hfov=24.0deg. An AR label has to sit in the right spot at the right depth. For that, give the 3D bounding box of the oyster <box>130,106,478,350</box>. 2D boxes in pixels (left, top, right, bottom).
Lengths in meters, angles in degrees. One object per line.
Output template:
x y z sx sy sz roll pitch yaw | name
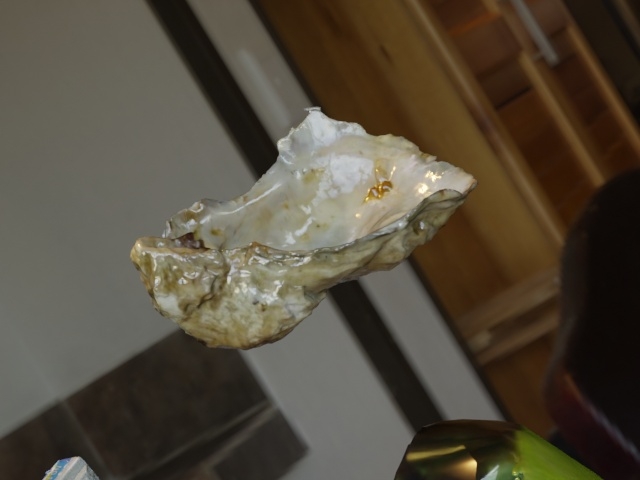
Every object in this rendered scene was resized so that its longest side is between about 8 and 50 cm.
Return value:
-0.014 -0.001 1.028 0.232 0.107 0.161 -25 28 -20 | oyster

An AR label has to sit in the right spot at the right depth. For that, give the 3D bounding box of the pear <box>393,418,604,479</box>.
0.071 0.261 0.516 0.165 0.399 0.399 12 14 14 | pear

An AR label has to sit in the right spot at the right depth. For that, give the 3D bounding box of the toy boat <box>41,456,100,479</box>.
-0.245 0.316 1.243 0.088 0.129 0.295 -15 24 31 | toy boat
